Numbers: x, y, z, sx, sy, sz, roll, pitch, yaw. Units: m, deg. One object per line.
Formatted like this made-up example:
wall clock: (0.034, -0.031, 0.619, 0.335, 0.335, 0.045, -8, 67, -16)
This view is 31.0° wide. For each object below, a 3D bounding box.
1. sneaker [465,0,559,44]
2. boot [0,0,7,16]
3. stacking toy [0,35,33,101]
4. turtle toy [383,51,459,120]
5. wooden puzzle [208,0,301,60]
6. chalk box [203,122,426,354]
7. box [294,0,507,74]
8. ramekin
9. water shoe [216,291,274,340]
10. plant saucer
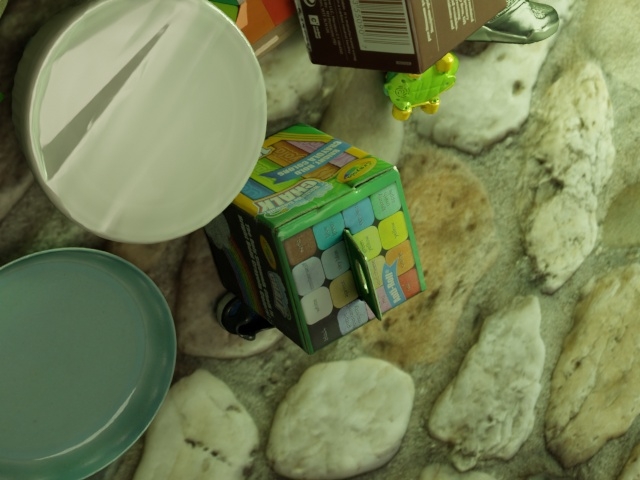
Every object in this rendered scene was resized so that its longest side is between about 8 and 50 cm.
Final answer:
sneaker: (0.238, -0.333, 1.544, 0.227, 0.087, 0.130, -1, 116, -28)
boot: (-0.303, -0.274, 1.174, 0.213, 0.077, 0.165, 23, 96, -12)
stacking toy: (-0.271, -0.185, 1.286, 0.221, 0.052, 0.167, 37, 85, -37)
turtle toy: (0.135, -0.219, 1.534, 0.130, 0.066, 0.095, -17, 141, -31)
wooden puzzle: (-0.092, -0.317, 1.352, 0.238, 0.044, 0.221, -42, 126, -13)
chalk box: (0.000, 0.000, 1.391, 0.179, 0.289, 0.180, -28, 123, -22)
box: (0.092, -0.316, 1.366, 0.203, 0.167, 0.168, -41, 129, -39)
ramekin: (-0.202, -0.142, 1.234, 0.272, 0.127, 0.273, -12, 113, -29)
water shoe: (-0.037, 0.078, 1.531, 0.203, 0.080, 0.073, -27, 123, -23)
plant saucer: (-0.325, 0.152, 1.390, 0.317, 0.043, 0.318, -13, 116, -29)
